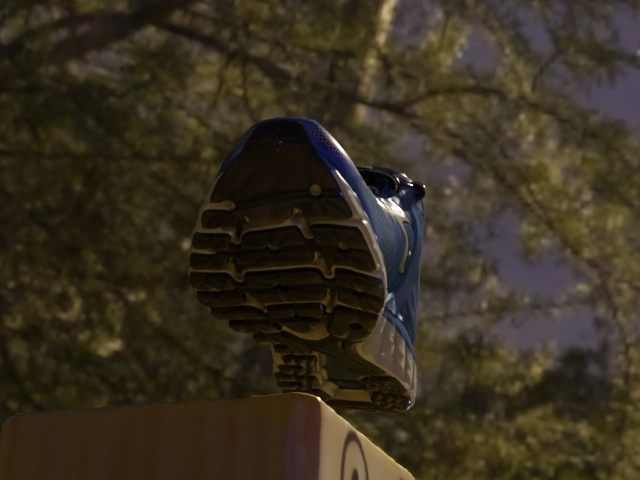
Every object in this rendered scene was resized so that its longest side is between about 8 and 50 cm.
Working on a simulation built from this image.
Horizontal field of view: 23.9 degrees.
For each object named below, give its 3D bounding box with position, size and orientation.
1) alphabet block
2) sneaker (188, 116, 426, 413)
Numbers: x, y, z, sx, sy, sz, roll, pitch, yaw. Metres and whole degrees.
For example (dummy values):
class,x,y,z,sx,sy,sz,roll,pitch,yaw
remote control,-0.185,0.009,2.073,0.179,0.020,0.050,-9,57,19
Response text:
class,x,y,z,sx,sy,sz,roll,pitch,yaw
alphabet block,-0.061,0.209,0.836,0.193,0.197,0.192,-6,-26,19
sneaker,0.000,0.000,1.018,0.130,0.147,0.330,3,-25,11
